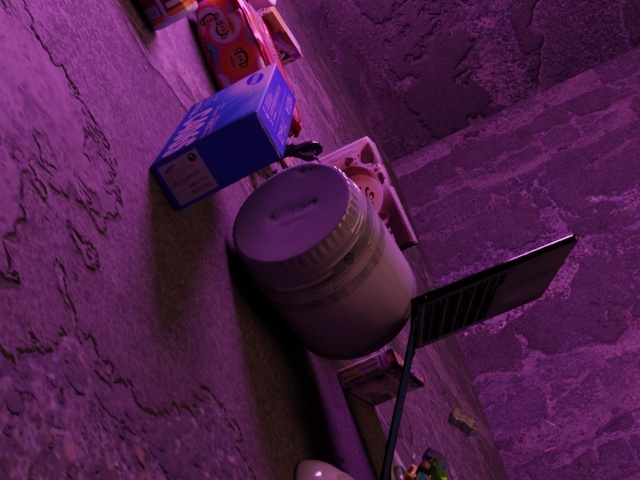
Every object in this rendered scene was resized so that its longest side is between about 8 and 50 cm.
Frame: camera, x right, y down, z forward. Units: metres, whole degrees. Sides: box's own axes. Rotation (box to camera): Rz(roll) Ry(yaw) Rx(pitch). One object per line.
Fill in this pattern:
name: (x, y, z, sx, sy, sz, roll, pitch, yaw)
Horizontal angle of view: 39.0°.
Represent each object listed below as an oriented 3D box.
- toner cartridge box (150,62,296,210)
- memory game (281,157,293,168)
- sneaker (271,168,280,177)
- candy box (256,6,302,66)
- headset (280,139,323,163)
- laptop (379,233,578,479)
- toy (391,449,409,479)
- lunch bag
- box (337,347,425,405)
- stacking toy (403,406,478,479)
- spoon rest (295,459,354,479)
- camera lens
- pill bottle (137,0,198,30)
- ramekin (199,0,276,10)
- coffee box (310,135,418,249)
toner cartridge box: (-0.132, -0.164, 1.334, 0.075, 0.165, 0.348, 62, 11, -18)
memory game: (-0.106, -0.242, 2.024, 0.186, 0.012, 0.186, 60, 12, -22)
sneaker: (-0.052, -0.088, 1.822, 0.135, 0.058, 0.052, 62, 11, -14)
candy box: (-0.131, -0.493, 2.200, 0.186, 0.109, 0.053, 50, 19, -56)
headset: (0.000, 0.000, 1.730, 0.243, 0.185, 0.394, -55, 138, -63)
laptop: (0.240, 0.216, 1.449, 0.382, 0.408, 0.236, 73, -5, -73)
toy: (0.180, 0.478, 1.695, 0.237, 0.056, 0.136, -43, 109, -79)
lunch bag: (-0.139, -0.339, 1.838, 0.258, 0.120, 0.293, 33, 35, -77)
box: (0.118, 0.263, 1.718, 0.207, 0.114, 0.036, 45, 23, -63)
stacking toy: (0.184, 0.394, 1.508, 0.052, 0.167, 0.221, 33, 26, 6)
spoon rest: (0.050, 0.395, 1.256, 0.276, 0.084, 0.137, 39, 24, -37)
camera lens: (0.013, 0.040, 1.421, 0.274, 0.219, 0.219, 55, 15, -42)
pill bottle: (-0.269, -0.424, 1.455, 0.152, 0.086, 0.086, 62, 11, -20)
ramekin: (-0.218, -0.614, 1.981, 0.277, 0.135, 0.277, 60, 13, -23)
coffee box: (0.114, -0.094, 2.334, 0.297, 0.168, 0.119, 66, 11, 9)
